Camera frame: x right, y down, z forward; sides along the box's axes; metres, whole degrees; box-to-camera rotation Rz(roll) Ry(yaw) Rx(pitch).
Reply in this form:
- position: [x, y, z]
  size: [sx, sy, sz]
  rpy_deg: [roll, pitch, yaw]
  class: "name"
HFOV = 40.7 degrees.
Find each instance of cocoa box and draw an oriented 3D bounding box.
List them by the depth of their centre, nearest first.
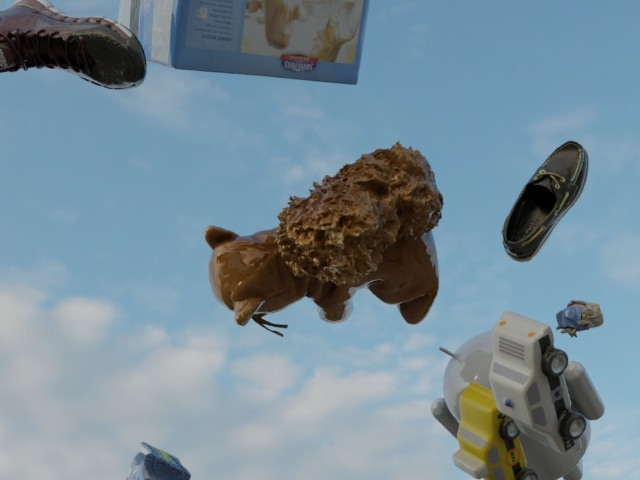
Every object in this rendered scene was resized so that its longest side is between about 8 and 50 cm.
- position: [-0.119, -0.388, 1.395]
  size: [0.347, 0.228, 0.231]
  rpy_deg: [-2, -72, -35]
  class: "cocoa box"

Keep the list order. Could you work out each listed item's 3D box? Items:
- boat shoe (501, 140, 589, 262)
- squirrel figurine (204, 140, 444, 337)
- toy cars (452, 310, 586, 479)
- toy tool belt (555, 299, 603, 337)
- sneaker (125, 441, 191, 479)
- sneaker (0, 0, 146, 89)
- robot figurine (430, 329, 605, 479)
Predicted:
- position: [0.372, -0.072, 1.415]
  size: [0.081, 0.227, 0.069]
  rpy_deg: [26, -9, 29]
  class: "boat shoe"
- position: [0.000, 0.000, 1.424]
  size: [0.371, 0.281, 0.397]
  rpy_deg: [-11, -22, -16]
  class: "squirrel figurine"
- position: [0.248, 0.250, 1.166]
  size: [0.087, 0.176, 0.393]
  rpy_deg: [-28, -28, -22]
  class: "toy cars"
- position: [0.369, 0.116, 1.264]
  size: [0.051, 0.052, 0.083]
  rpy_deg: [-19, 0, -32]
  class: "toy tool belt"
- position: [-0.171, 0.250, 0.884]
  size: [0.053, 0.059, 0.144]
  rpy_deg: [30, -11, -10]
  class: "sneaker"
- position: [-0.388, -0.256, 1.209]
  size: [0.281, 0.162, 0.106]
  rpy_deg: [23, -50, 30]
  class: "sneaker"
- position: [0.352, 0.301, 1.558]
  size: [0.300, 0.199, 0.353]
  rpy_deg: [-23, -61, 27]
  class: "robot figurine"
